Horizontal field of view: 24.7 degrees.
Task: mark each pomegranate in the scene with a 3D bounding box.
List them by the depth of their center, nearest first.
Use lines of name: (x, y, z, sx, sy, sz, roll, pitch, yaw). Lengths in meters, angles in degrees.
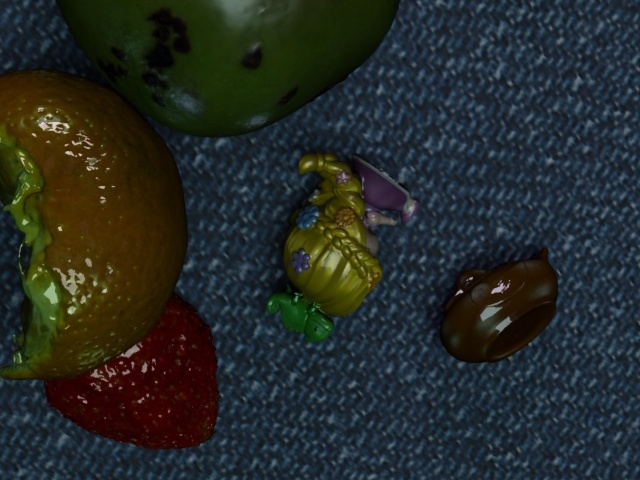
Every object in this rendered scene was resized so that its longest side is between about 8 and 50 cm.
pomegranate: (-0.062, -0.209, 1.043, 0.291, 0.323, 0.290, -6, 111, -18)

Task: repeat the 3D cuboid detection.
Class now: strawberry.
strawberry: (-0.154, 0.120, 1.238, 0.146, 0.082, 0.187, -40, 113, 7)

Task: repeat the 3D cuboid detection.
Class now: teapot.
teapot: (0.157, 0.053, 1.296, 0.129, 0.078, 0.098, -33, 150, -14)

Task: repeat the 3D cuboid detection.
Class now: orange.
orange: (-0.184, -0.015, 1.125, 0.158, 0.179, 0.237, -8, 77, -17)

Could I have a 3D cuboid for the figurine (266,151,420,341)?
figurine: (0.000, 0.000, 1.227, 0.115, 0.095, 0.156, 33, 90, -30)
